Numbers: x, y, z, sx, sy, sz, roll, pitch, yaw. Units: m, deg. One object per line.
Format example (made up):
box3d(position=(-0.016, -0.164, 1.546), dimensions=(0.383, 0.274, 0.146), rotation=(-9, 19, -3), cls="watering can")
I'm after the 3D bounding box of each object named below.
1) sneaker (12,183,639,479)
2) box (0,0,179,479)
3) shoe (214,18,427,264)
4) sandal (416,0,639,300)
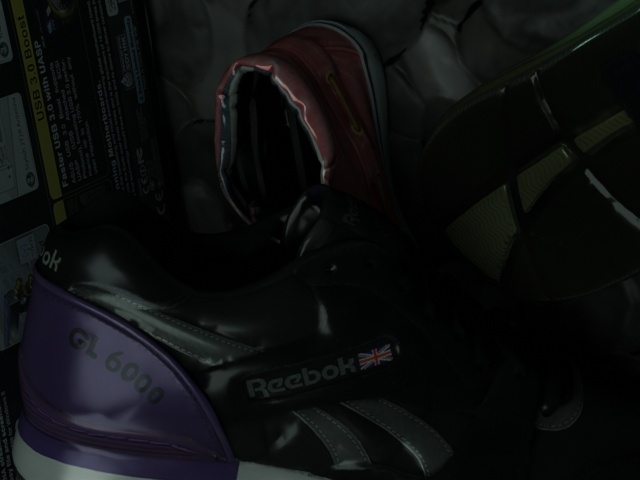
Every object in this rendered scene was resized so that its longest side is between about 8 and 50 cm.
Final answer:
box3d(position=(0.028, 0.045, 0.729), dimensions=(0.283, 0.107, 0.124), rotation=(4, 110, -10), cls="sneaker")
box3d(position=(-0.165, 0.069, 0.771), dimensions=(0.097, 0.318, 0.395), rotation=(0, 106, 28), cls="box")
box3d(position=(0.000, 0.000, 0.799), dimensions=(0.063, 0.081, 0.178), rotation=(-4, 104, 28), cls="shoe")
box3d(position=(0.161, -0.060, 0.703), dimensions=(0.303, 0.086, 0.120), rotation=(-16, 104, 45), cls="sandal")
